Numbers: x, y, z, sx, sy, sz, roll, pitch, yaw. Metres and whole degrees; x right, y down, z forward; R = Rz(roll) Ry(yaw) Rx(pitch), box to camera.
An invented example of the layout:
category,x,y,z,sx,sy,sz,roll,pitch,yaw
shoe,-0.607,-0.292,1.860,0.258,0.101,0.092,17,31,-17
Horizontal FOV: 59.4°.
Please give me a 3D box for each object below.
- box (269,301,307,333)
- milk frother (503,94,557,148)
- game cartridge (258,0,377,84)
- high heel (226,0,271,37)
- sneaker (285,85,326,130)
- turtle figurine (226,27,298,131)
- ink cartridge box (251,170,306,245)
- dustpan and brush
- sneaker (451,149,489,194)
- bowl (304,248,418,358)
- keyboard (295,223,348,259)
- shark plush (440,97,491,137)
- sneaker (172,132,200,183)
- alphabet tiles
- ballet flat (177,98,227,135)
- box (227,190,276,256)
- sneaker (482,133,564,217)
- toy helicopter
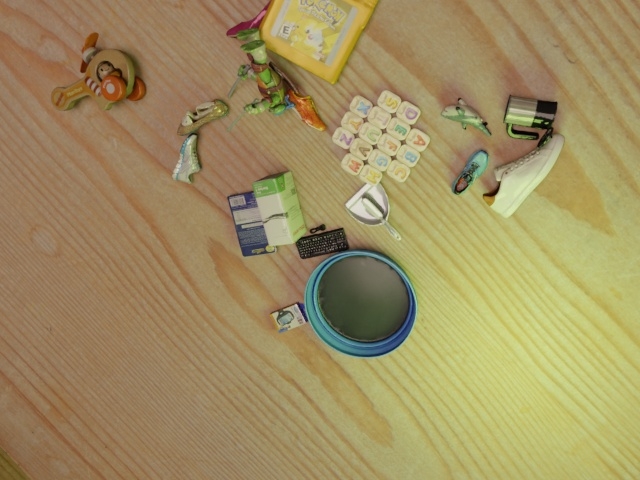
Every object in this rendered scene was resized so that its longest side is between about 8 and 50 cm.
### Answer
category,x,y,z,sx,sy,sz,roll,pitch,yaw
box,-0.110,0.279,2.041,0.136,0.028,0.081,-24,98,22
milk frother,0.597,-0.340,1.608,0.134,0.143,0.129,12,112,12
game cartridge,-0.007,-0.681,1.684,0.285,0.053,0.324,26,112,-9
high heel,-0.188,-0.708,1.746,0.243,0.082,0.117,-9,101,18
sneaker,-0.043,-0.421,1.798,0.175,0.064,0.067,46,115,-1
turtle figurine,-0.221,-0.481,1.701,0.274,0.198,0.266,8,138,17
ink cartridge box,-0.133,-0.107,1.863,0.092,0.160,0.220,-10,102,19
dustpan and brush,0.191,-0.084,1.835,0.211,0.060,0.147,46,112,-1
sneaker,0.461,-0.201,1.721,0.063,0.073,0.162,32,111,5
bowl,0.140,0.213,1.927,0.390,0.077,0.392,4,107,14
keyboard,0.000,0.000,1.933,0.180,0.023,0.108,-13,102,17
shark plush,0.449,-0.367,1.705,0.161,0.073,0.067,23,132,-14
sneaker,-0.449,-0.283,1.955,0.082,0.071,0.191,25,118,0
alphabet tiles,0.187,-0.321,1.775,0.278,0.021,0.284,33,107,7
ballet flat,-0.412,-0.422,1.892,0.206,0.073,0.067,-25,141,14
box,-0.235,-0.059,1.971,0.136,0.036,0.225,-8,102,18
sneaker,0.594,-0.209,1.665,0.123,0.106,0.290,34,113,1
toy helicopter,-0.796,-0.553,1.930,0.354,0.140,0.235,-17,99,22
